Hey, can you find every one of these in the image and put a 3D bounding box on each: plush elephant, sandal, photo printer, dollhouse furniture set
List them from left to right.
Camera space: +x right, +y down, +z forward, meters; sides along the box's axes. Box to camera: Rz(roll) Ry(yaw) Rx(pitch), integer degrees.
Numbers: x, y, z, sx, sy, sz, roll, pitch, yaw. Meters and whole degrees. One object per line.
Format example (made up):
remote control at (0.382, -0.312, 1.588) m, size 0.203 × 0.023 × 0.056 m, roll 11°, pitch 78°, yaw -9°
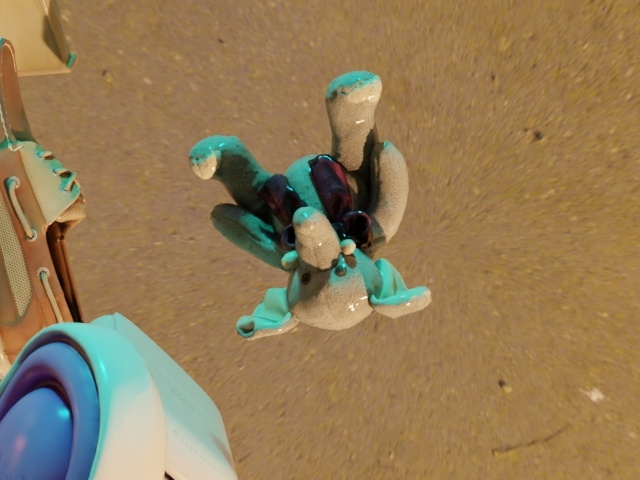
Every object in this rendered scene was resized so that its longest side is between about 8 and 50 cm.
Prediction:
sandal at (-0.219, 0.213, 0.561) m, size 0.169 × 0.102 × 0.416 m, roll 37°, pitch 102°, yaw 49°
dollhouse furniture set at (-0.414, -0.378, 1.687) m, size 0.212 × 0.242 × 0.161 m, roll -2°, pitch 128°, yaw 11°
photo printer at (-0.233, 0.249, 1.563) m, size 0.107 × 0.307 × 0.256 m, roll -42°, pitch 108°, yaw 2°
plush elephant at (0.000, 0.000, 1.437) m, size 0.272 × 0.255 × 0.330 m, roll -18°, pitch 121°, yaw 5°

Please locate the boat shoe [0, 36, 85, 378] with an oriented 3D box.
boat shoe at (-0.280, -0.035, 1.070) m, size 0.117 × 0.123 × 0.324 m, roll -6°, pitch 91°, yaw 1°
